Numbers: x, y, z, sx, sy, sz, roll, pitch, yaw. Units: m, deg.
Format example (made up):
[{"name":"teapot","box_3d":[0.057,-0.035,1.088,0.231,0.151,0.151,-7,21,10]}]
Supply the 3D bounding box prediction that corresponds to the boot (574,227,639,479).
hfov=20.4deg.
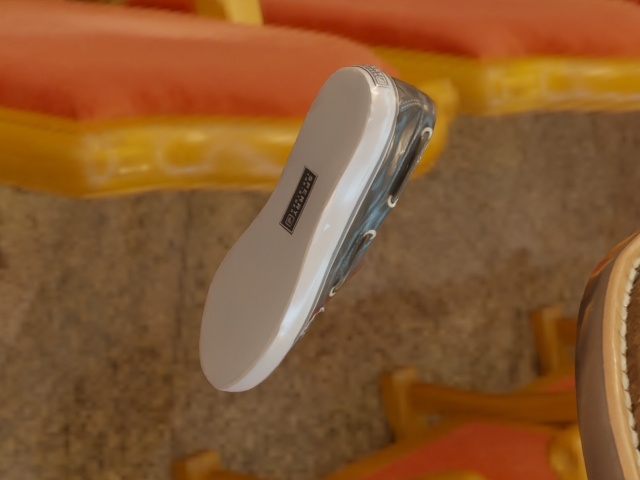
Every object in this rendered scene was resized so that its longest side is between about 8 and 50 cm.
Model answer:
[{"name":"boot","box_3d":[0.150,0.017,0.460,0.112,0.115,0.305,53,33,-12]}]

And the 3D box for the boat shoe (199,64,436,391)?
[{"name":"boat shoe","box_3d":[0.000,0.000,0.679,0.040,0.049,0.142,11,116,-39]}]
